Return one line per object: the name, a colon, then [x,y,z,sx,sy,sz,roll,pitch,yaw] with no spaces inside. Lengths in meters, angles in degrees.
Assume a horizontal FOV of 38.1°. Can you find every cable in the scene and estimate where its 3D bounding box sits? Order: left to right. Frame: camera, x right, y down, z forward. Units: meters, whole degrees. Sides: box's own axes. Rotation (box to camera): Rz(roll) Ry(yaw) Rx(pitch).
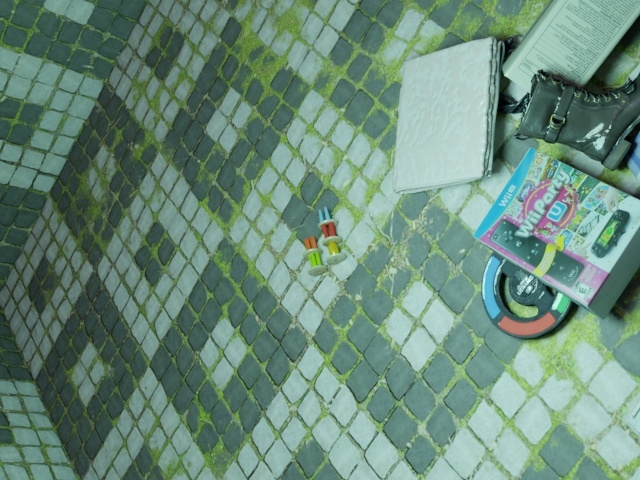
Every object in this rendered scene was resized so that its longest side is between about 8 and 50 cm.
cable: [0.420,-0.358,2.062,0.150,0.047,0.184,-33,58,35]

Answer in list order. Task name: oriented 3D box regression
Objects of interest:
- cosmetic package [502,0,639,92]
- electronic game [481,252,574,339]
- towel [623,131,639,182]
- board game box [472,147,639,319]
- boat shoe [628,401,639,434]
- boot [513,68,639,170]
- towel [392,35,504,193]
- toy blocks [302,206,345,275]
cosmetic package: [0.518,-0.426,1.883,0.296,0.153,0.129,-54,5,20]
electronic game: [0.432,0.091,1.931,0.229,0.048,0.229,-14,69,42]
towel: [0.683,-0.126,1.701,0.209,0.034,0.285,112,143,-44]
board game box: [0.485,-0.020,1.832,0.303,0.097,0.224,36,95,44]
boat shoe: [0.623,0.257,1.667,0.076,0.083,0.226,38,107,43]
boot: [0.525,-0.280,1.820,0.229,0.091,0.263,26,103,7]
towel: [0.288,-0.284,2.145,0.317,0.053,0.332,-4,77,54]
toy blocks: [0.000,0.000,2.391,0.123,0.054,0.148,-33,58,35]
